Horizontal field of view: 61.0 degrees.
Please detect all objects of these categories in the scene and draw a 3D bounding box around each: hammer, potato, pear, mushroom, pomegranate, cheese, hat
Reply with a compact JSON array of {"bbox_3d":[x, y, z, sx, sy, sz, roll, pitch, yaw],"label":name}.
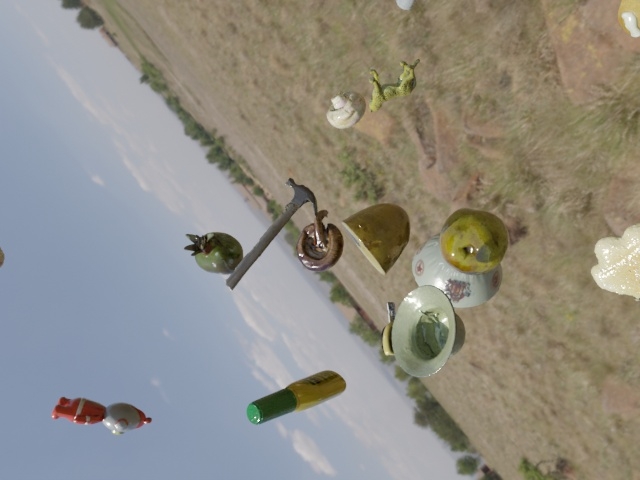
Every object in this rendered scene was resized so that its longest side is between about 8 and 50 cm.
[{"bbox_3d":[-0.121,-0.006,1.258,0.125,0.297,0.027,39,175,22],"label":"hammer"},{"bbox_3d":[0.165,-0.026,1.442,0.203,0.158,0.178,48,180,-36],"label":"potato"},{"bbox_3d":[0.433,0.004,1.533,0.200,0.200,0.200,51,177,3],"label":"pear"},{"bbox_3d":[0.001,0.000,1.476,0.135,0.170,0.080,8,180,19],"label":"mushroom"},{"bbox_3d":[-0.326,0.028,1.647,0.152,0.130,0.191,8,164,35],"label":"pomegranate"},{"bbox_3d":[0.223,0.268,1.657,0.036,0.087,0.162,140,130,-59],"label":"cheese"},{"bbox_3d":[0.049,-0.263,1.082,0.067,0.083,0.083,47,179,-25],"label":"mushroom"},{"bbox_3d":[0.329,0.263,1.532,0.130,0.257,0.257,15,-163,-31],"label":"hat"}]

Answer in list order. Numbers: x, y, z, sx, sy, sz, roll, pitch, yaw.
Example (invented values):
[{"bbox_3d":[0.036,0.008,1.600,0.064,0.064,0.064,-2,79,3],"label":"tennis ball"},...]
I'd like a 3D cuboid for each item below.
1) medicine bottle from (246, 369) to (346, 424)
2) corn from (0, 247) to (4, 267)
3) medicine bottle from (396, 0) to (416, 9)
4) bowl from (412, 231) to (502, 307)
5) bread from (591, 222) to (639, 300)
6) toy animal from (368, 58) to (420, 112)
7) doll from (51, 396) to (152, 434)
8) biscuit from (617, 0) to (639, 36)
[{"bbox_3d":[-0.051,0.340,1.178,0.261,0.095,0.064,-6,-89,-50],"label":"medicine bottle"},{"bbox_3d":[-0.726,0.043,1.059,0.080,0.238,0.080,-8,-90,-80],"label":"corn"},{"bbox_3d":[0.266,-0.741,1.619,0.058,0.058,0.091,50,162,7],"label":"medicine bottle"},{"bbox_3d":[0.511,0.066,1.995,0.337,0.337,0.157,49,160,31],"label":"bowl"},{"bbox_3d":[0.725,0.052,1.171,0.251,0.039,0.181,16,122,27],"label":"bread"},{"bbox_3d":[0.230,-0.477,1.686,0.136,0.182,0.073,69,-177,-47],"label":"toy animal"},{"bbox_3d":[-0.570,0.459,1.434,0.245,0.076,0.142,17,-179,-17],"label":"doll"},{"bbox_3d":[0.498,-0.364,0.719,0.158,0.035,0.240,54,157,-17],"label":"biscuit"}]
